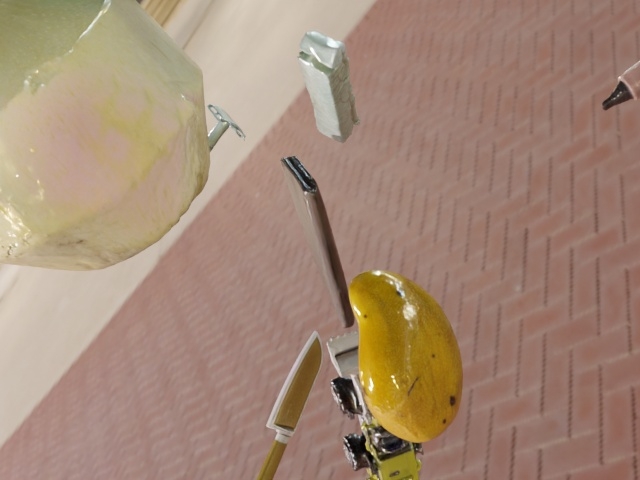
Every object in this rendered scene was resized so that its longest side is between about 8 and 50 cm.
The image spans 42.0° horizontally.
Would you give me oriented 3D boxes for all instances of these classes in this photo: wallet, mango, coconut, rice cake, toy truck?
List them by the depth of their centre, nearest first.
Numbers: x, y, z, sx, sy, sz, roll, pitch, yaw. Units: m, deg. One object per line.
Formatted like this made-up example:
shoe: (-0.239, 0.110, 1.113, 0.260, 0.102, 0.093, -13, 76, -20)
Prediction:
coconut: (-0.226, -0.101, 0.693, 0.259, 0.259, 0.259, -45, 25, 27)
mango: (0.122, 0.163, 1.183, 0.157, 0.262, 0.109, -22, 11, -16)
rice cake: (0.016, -0.238, 1.332, 0.063, 0.066, 0.336, -60, -11, -7)
toy truck: (0.097, 0.279, 1.363, 0.136, 0.285, 0.111, -19, 22, -11)
wallet: (0.000, 0.000, 1.492, 0.042, 0.309, 0.165, -20, 34, -4)

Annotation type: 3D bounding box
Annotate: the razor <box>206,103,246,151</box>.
razor: (-0.145, -0.089, 0.964, 0.135, 0.040, 0.068, -51, 30, 7)

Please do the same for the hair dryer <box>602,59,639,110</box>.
hair dryer: (0.591, -0.311, 1.323, 0.344, 0.189, 0.106, -37, 47, 9)

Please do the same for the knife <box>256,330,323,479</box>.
knife: (-0.048, 0.239, 1.086, 0.022, 0.046, 0.256, 17, 83, 56)
